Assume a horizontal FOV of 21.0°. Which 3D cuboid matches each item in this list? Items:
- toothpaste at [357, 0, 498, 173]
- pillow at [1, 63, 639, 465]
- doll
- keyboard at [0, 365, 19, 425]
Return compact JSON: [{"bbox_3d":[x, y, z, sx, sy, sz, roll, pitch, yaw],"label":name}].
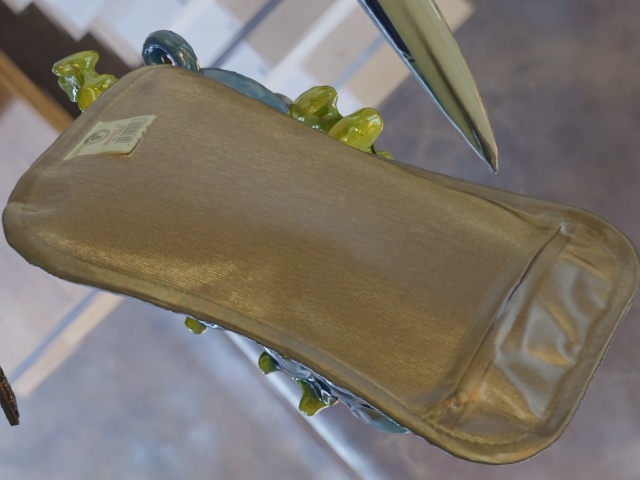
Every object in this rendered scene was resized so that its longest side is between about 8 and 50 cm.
[{"bbox_3d":[0.053,-0.156,1.146,0.047,0.268,0.069,-45,-146,-10],"label":"toothpaste"},{"bbox_3d":[0.000,0.000,0.616,0.130,0.217,0.033,-55,161,-41],"label":"pillow"},{"bbox_3d":[-0.021,-0.004,1.197,0.099,0.341,0.346,-45,-157,-29],"label":"doll"},{"bbox_3d":[-0.229,0.049,1.121,0.010,0.155,0.053,-24,-153,-6],"label":"keyboard"}]
